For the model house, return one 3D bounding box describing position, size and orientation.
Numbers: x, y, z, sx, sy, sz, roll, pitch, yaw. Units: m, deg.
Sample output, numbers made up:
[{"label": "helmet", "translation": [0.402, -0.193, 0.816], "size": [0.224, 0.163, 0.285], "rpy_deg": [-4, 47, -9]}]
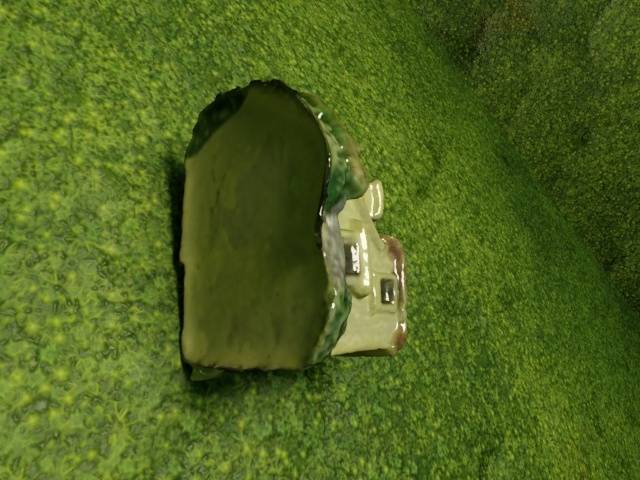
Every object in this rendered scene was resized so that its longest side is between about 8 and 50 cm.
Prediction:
[{"label": "model house", "translation": [0.000, 0.000, 0.548], "size": [0.266, 0.261, 0.321], "rpy_deg": [10, 74, -47]}]
